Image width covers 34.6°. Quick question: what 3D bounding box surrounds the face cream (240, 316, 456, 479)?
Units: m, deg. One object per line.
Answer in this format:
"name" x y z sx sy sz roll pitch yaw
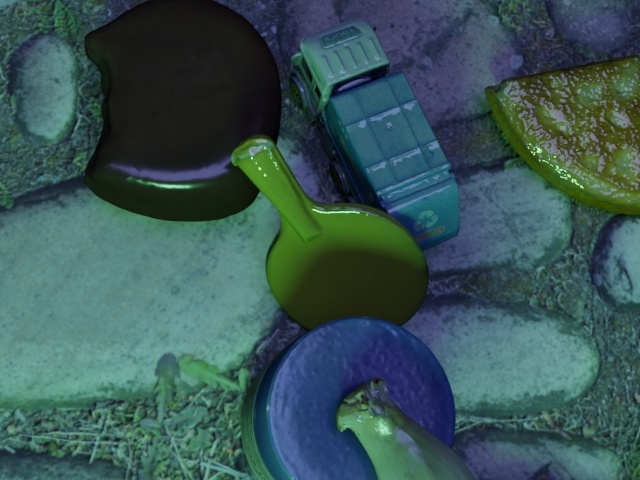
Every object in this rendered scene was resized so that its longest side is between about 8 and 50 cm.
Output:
"face cream" 0.028 0.238 1.369 0.249 0.225 0.248 3 77 -13

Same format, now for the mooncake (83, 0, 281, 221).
"mooncake" -0.208 -0.178 1.493 0.334 0.174 0.326 -35 79 -15

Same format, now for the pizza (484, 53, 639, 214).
"pizza" 0.413 -0.149 1.630 0.269 0.087 0.257 -10 79 -11

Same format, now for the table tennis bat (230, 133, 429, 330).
"table tennis bat" 0.000 0.000 1.428 0.224 0.054 0.368 -29 117 21

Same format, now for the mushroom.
"mushroom" 0.109 0.268 1.216 0.116 0.093 0.225 -29 89 2

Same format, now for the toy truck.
"toy truck" 0.082 -0.153 1.533 0.146 0.175 0.367 -23 77 -13
